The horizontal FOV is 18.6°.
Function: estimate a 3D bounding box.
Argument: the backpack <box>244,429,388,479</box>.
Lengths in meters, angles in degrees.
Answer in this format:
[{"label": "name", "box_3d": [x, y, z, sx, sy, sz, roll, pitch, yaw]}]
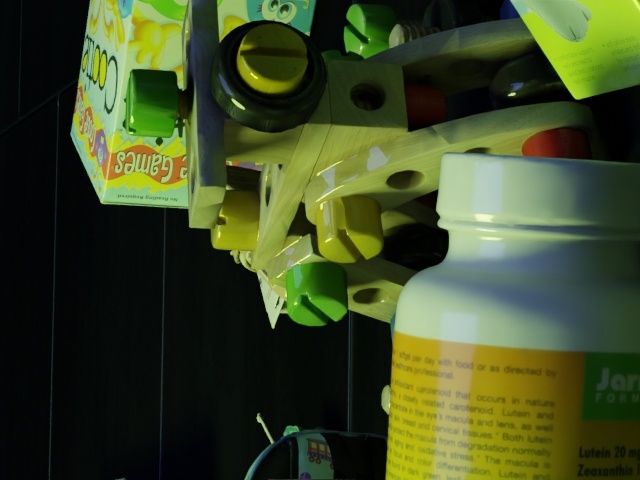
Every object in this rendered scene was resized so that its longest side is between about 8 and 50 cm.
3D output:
[{"label": "backpack", "box_3d": [-0.002, 0.202, 1.157, 0.117, 0.158, 0.173, -19, 67, 62]}]

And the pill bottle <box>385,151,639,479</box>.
[{"label": "pill bottle", "box_3d": [0.100, 0.084, 0.911, 0.136, 0.136, 0.245, -170, 83, -70]}]

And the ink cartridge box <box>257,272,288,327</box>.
[{"label": "ink cartridge box", "box_3d": [-0.025, 0.020, 1.435, 0.083, 0.028, 0.048, -106, 26, -42]}]

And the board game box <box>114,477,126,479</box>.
[{"label": "board game box", "box_3d": [-0.195, 0.421, 1.719, 0.390, 0.050, 0.390, 145, 115, -70]}]

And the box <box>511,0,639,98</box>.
[{"label": "box", "box_3d": [0.110, -0.154, 0.911, 0.178, 0.042, 0.109, 55, 162, -9]}]

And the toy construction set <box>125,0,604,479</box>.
[{"label": "toy construction set", "box_3d": [0.000, 0.000, 1.054, 0.257, 0.237, 0.308, 170, 102, -70]}]

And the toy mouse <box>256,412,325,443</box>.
[{"label": "toy mouse", "box_3d": [-0.005, 0.187, 1.355, 0.143, 0.031, 0.161, 141, 128, -65]}]

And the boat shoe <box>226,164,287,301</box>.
[{"label": "boat shoe", "box_3d": [-0.039, -0.005, 1.347, 0.170, 0.063, 0.059, -132, 53, -62]}]

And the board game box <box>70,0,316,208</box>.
[{"label": "board game box", "box_3d": [-0.094, -0.176, 1.482, 0.144, 0.142, 0.275, -124, 41, -60]}]
